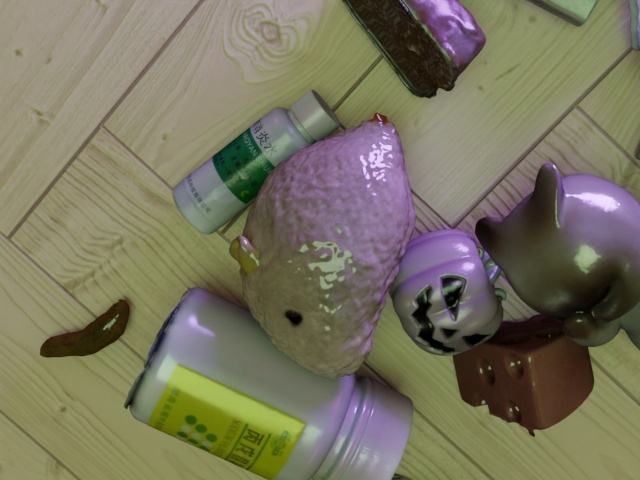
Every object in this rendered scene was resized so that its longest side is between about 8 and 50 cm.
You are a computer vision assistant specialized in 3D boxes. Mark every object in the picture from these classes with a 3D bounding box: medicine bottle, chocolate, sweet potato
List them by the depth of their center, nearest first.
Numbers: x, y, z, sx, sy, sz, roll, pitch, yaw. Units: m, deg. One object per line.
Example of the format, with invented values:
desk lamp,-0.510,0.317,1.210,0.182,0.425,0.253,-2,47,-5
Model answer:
chocolate,0.126,-0.304,1.099,0.093,0.148,0.214,-42,99,-12
medicine bottle,-0.093,-0.115,1.195,0.260,0.095,0.095,-35,96,12
medicine bottle,-0.072,0.234,1.203,0.379,0.213,0.213,25,104,-5
sweet potato,-0.376,0.158,1.315,0.182,0.053,0.054,-26,137,15

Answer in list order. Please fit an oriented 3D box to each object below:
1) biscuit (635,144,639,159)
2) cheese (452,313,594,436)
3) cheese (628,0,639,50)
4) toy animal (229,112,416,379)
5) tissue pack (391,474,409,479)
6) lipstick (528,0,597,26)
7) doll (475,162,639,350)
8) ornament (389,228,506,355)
biscuit,0.659,-0.103,1.109,0.426,0.078,0.143,17,104,4
cheese,0.323,0.182,1.206,0.177,0.203,0.128,-16,97,-21
cheese,0.422,-0.388,1.069,0.071,0.163,0.249,13,150,42
toy animal,0.002,-0.007,1.109,0.227,0.188,0.358,20,88,21
tissue pack,0.165,0.585,1.162,0.332,0.405,0.205,37,108,-2
lipstick,0.254,-0.374,1.101,0.253,0.077,0.079,29,104,-1
doll,0.415,0.040,1.083,0.371,0.215,0.225,8,68,-15
ornament,0.185,0.070,1.161,0.178,0.177,0.177,2,103,7
